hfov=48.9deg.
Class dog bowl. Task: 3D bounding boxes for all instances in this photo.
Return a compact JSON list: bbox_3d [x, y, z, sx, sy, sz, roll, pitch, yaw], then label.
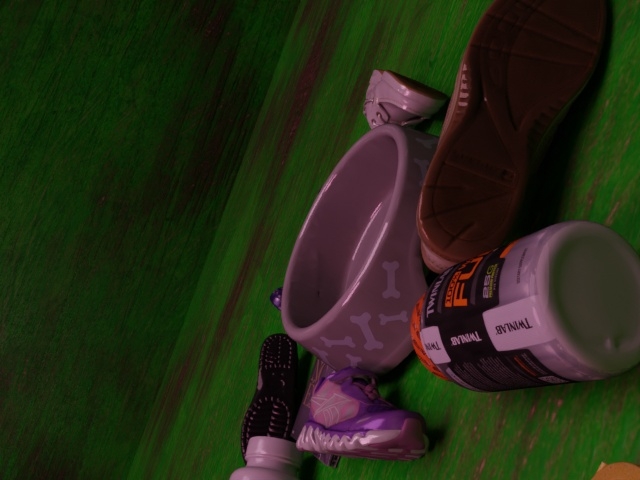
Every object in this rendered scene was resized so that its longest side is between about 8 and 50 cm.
[{"bbox_3d":[0.062,0.004,0.925,0.349,0.102,0.349,-54,20,31],"label":"dog bowl"}]

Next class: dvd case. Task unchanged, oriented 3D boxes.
[{"bbox_3d":[0.022,0.191,0.999,0.221,0.018,0.164,-70,18,-8],"label":"dvd case"}]

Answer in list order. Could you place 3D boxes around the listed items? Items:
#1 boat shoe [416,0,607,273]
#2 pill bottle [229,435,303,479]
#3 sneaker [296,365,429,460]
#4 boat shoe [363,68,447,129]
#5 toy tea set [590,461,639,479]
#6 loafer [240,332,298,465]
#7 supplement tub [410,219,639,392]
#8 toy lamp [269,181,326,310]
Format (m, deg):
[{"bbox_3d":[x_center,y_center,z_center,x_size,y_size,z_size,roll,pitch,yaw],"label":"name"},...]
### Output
[{"bbox_3d":[0.182,-0.126,0.718,0.341,0.121,0.110,-61,-8,-13],"label":"boat shoe"},{"bbox_3d":[-0.078,0.369,0.941,0.108,0.108,0.194,-42,31,55],"label":"pill bottle"},{"bbox_3d":[0.042,0.192,0.795,0.236,0.095,0.105,149,134,-64],"label":"sneaker"},{"bbox_3d":[0.116,-0.197,1.058,0.277,0.098,0.096,-102,36,-76],"label":"boat shoe"},{"bbox_3d":[0.132,0.278,0.384,0.336,0.124,0.200,-66,17,7],"label":"toy tea set"},{"bbox_3d":[-0.068,0.262,1.123,0.078,0.080,0.220,73,-154,-62],"label":"loafer"},{"bbox_3d":[0.159,0.062,0.572,0.190,0.116,0.117,-33,39,61],"label":"supplement tub"},{"bbox_3d":[0.000,0.000,1.199,0.080,0.080,0.275,-110,42,-65],"label":"toy lamp"}]
